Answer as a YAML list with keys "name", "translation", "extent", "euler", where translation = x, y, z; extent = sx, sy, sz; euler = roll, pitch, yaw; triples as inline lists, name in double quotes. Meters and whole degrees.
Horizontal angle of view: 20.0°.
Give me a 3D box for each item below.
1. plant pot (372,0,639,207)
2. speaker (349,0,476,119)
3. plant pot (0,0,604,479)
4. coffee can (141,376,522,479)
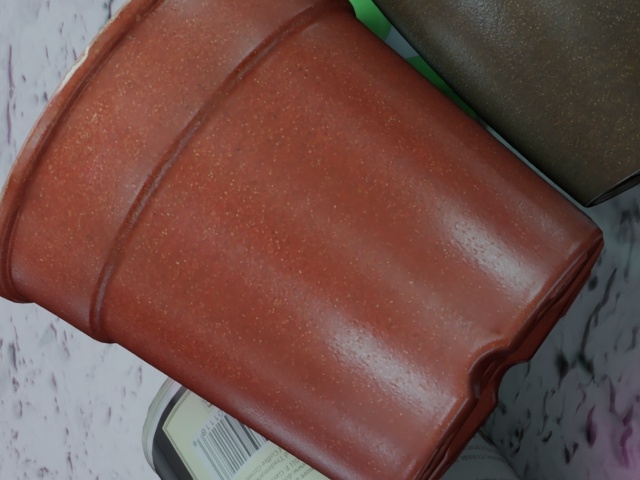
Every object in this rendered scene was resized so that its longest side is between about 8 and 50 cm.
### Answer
- name: "plant pot"
  translation: [0.142, -0.144, 1.054]
  extent: [0.215, 0.215, 0.230]
  euler: [-37, 80, 43]
- name: "speaker"
  translation: [-0.017, -0.158, 1.270]
  extent: [0.296, 0.131, 0.131]
  euler: [52, 128, 33]
- name: "plant pot"
  translation: [0.000, 0.000, 1.038]
  extent: [0.265, 0.272, 0.272]
  euler: [36, 121, 11]
- name: "coffee can"
  translation: [0.035, 0.190, 1.169]
  extent: [0.275, 0.201, 0.201]
  euler: [54, 128, 33]
